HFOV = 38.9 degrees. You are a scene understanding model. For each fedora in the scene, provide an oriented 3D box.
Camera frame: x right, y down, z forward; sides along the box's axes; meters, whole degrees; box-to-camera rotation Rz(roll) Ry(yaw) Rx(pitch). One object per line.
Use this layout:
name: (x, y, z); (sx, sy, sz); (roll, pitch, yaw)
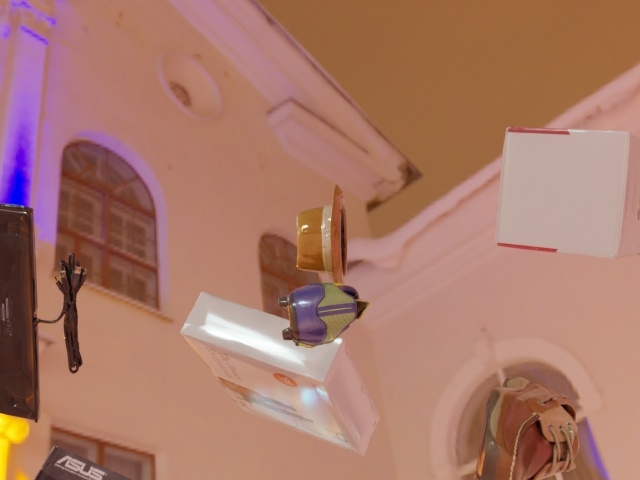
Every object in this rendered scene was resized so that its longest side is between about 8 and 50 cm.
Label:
fedora: (0.000, 0.000, 1.445); (0.079, 0.194, 0.194); (-1, -37, 5)

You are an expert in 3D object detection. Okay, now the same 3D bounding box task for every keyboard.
keyboard: (-0.412, 0.106, 1.266); (0.202, 0.033, 0.317); (8, -72, 14)

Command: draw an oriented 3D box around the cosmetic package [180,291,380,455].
cosmetic package: (-0.062, 0.255, 1.676); (0.285, 0.097, 0.377); (14, -27, 22)

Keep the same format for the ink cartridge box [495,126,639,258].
ink cartridge box: (0.282, -0.050, 0.971); (0.128, 0.127, 0.176); (6, 3, 30)

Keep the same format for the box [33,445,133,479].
box: (-0.437, 0.641, 1.823); (0.395, 0.318, 0.097); (26, -39, -1)

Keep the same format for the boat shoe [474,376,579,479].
boat shoe: (0.283, 0.254, 1.199); (0.120, 0.122, 0.324); (10, 10, 19)

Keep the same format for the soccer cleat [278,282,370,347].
soccer cleat: (0.014, 0.106, 1.299); (0.121, 0.093, 0.289); (-8, -4, 5)
